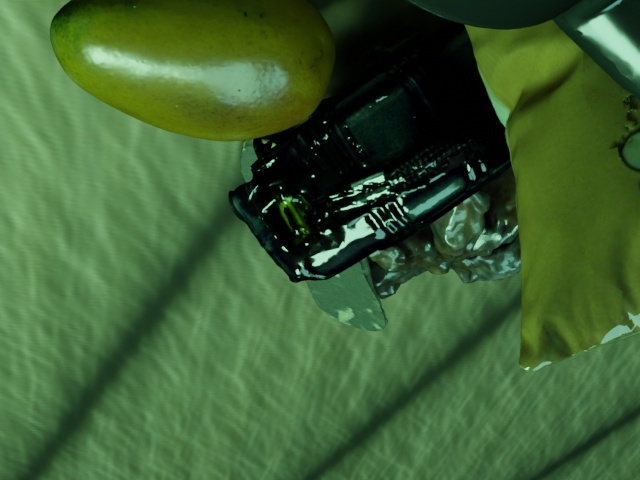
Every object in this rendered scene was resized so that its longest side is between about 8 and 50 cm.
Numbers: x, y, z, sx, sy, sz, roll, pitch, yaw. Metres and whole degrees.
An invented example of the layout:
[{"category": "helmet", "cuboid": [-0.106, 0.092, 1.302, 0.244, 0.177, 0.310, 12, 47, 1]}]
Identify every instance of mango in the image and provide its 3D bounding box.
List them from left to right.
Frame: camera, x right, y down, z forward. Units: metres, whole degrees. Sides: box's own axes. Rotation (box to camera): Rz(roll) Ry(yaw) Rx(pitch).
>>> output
[{"category": "mango", "cuboid": [-0.072, -0.108, 1.049, 0.163, 0.089, 0.111, -1, 146, -4]}]

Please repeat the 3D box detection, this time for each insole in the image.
[{"category": "insole", "cuboid": [0.000, 0.000, 1.347, 0.081, 0.011, 0.248, 14, 152, 25]}]

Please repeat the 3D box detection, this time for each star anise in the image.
[{"category": "star anise", "cuboid": [0.096, -0.007, 1.408, 0.212, 0.073, 0.197, -8, 158, -13]}]

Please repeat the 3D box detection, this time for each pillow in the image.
[{"category": "pillow", "cuboid": [0.221, -0.102, 0.925, 0.310, 0.312, 0.119, -14, 150, 6]}]

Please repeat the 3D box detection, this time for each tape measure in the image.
[{"category": "tape measure", "cuboid": [0.055, -0.069, 1.144, 0.186, 0.112, 0.199, -31, -174, 30]}]

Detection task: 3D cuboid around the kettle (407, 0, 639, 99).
[{"category": "kettle", "cuboid": [0.157, -0.217, 0.731, 0.262, 0.203, 0.308, 20, 149, -22]}]
